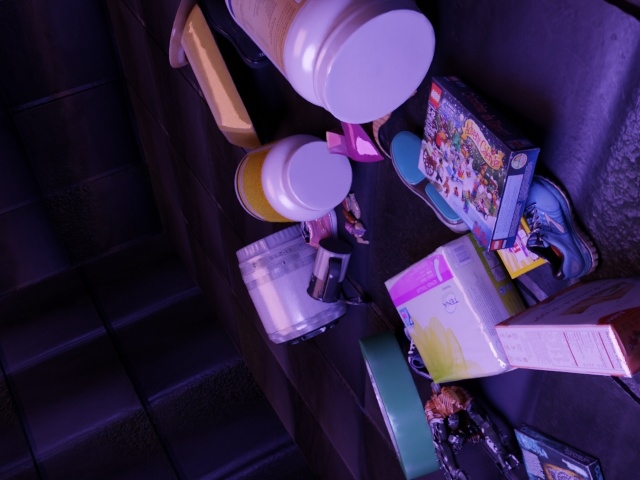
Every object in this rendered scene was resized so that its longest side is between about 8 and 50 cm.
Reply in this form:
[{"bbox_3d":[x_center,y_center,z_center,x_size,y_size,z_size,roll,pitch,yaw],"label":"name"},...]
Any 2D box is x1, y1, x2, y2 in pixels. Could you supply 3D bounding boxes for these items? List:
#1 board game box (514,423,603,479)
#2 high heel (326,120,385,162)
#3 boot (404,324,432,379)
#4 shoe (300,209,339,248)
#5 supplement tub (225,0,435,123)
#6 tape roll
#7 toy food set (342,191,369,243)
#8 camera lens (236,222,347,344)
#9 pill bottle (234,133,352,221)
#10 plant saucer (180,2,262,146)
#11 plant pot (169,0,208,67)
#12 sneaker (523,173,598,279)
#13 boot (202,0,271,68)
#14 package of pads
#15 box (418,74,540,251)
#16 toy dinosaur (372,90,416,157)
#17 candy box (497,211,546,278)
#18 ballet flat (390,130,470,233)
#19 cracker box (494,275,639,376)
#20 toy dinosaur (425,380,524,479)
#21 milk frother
[{"bbox_3d":[0.414,0.400,1.263,0.186,0.026,0.126,13,124,66],"label":"board game box"},{"bbox_3d":[0.066,-0.264,1.373,0.117,0.082,0.244,12,114,28],"label":"high heel"},{"bbox_3d":[0.204,0.217,1.504,0.190,0.086,0.069,25,135,62],"label":"boot"},{"bbox_3d":[0.000,0.000,1.788,0.063,0.081,0.178,43,150,48],"label":"shoe"},{"bbox_3d":[0.009,-0.351,1.151,0.316,0.228,0.228,53,156,32],"label":"supplement tub"},{"bbox_3d":[0.171,0.358,1.626,0.321,0.077,0.321,161,90,-89],"label":"tape roll"},{"bbox_3d":[0.070,-0.048,1.647,0.078,0.019,0.122,8,120,67],"label":"toy food set"},{"bbox_3d":[-0.072,0.115,1.899,0.274,0.219,0.219,66,160,1],"label":"camera lens"},{"bbox_3d":[-0.061,-0.134,1.635,0.334,0.188,0.187,4,116,69],"label":"pill bottle"},{"bbox_3d":[-0.253,-0.383,1.859,0.333,0.081,0.332,126,120,-88],"label":"plant saucer"},{"bbox_3d":[-0.326,-0.550,1.883,0.032,0.236,0.236,19,152,1],"label":"plant pot"},{"bbox_3d":[0.305,-0.019,0.998,0.162,0.073,0.063,61,160,16],"label":"sneaker"},{"bbox_3d":[-0.179,-0.529,1.630,0.246,0.094,0.207,55,159,20],"label":"boot"},{"bbox_3d":[0.240,0.130,1.293,0.229,0.101,0.296,64,161,8],"label":"package of pads"},{"bbox_3d":[0.217,-0.116,1.059,0.233,0.044,0.159,-119,26,-49],"label":"box"},{"bbox_3d":[0.103,-0.228,1.296,0.112,0.064,0.211,60,160,13],"label":"toy dinosaur"},{"bbox_3d":[0.273,-0.048,1.117,0.205,0.027,0.105,63,162,10],"label":"candy box"},{"bbox_3d":[0.187,-0.094,1.235,0.213,0.072,0.068,58,-171,30],"label":"ballet flat"},{"bbox_3d":[0.345,0.100,0.909,0.067,0.156,0.232,68,160,-2],"label":"cracker box"},{"bbox_3d":[0.254,0.356,1.398,0.322,0.164,0.218,25,-146,-56],"label":"toy dinosaur"},{"bbox_3d":[0.056,0.083,1.739,0.129,0.143,0.134,-125,44,-55],"label":"milk frother"}]
